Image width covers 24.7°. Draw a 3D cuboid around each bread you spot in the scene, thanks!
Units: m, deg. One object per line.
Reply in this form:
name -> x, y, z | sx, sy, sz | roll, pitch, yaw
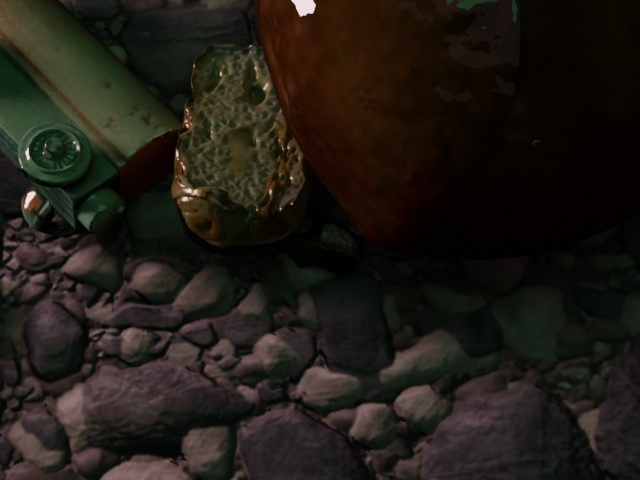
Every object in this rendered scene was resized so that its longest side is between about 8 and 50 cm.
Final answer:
bread -> -0.066, -0.089, 1.339 | 0.128, 0.088, 0.232 | 11, 52, -3

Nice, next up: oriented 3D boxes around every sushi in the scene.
sushi -> 0.000, 0.000, 1.338 | 0.083, 0.044, 0.046 | 23, 50, 11

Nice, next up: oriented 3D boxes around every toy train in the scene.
toy train -> -0.253, -0.133, 1.375 | 0.177, 0.116, 0.285 | -37, 69, -24

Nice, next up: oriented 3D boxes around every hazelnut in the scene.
hazelnut -> 0.148, -0.185, 1.240 | 0.421, 0.353, 0.421 | 7, 45, -7
